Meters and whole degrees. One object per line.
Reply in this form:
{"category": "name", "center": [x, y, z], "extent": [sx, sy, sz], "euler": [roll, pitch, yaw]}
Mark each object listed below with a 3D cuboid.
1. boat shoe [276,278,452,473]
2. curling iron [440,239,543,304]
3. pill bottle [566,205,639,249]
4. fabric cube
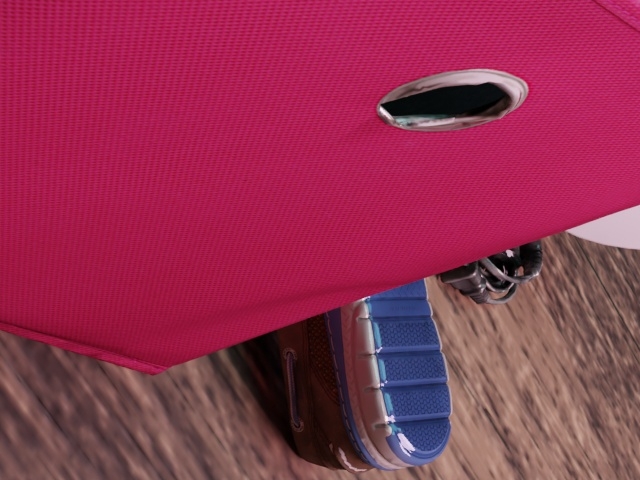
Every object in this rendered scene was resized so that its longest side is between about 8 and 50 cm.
{"category": "boat shoe", "center": [0.000, 0.000, 0.647], "extent": [0.066, 0.066, 0.183], "euler": [11, 69, -53]}
{"category": "curling iron", "center": [0.036, -0.088, 0.788], "extent": [0.274, 0.035, 0.068], "euler": [63, 31, -12]}
{"category": "pill bottle", "center": [0.176, -0.189, 0.884], "extent": [0.210, 0.210, 0.363], "euler": [40, 38, -40]}
{"category": "fabric cube", "center": [-0.041, -0.129, 0.474], "extent": [0.254, 0.258, 0.259], "euler": [21, 55, -53]}
